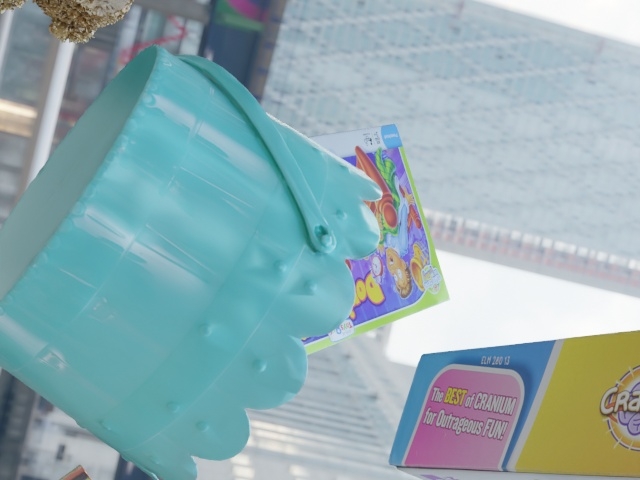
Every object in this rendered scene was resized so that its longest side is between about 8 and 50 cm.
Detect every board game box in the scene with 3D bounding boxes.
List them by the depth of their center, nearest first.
[{"bbox_3d":[0.212,0.113,0.567,0.316,0.242,0.064,-16,-128,62],"label":"board game box"},{"bbox_3d":[0.000,0.000,1.466,0.078,0.347,0.233,-19,-92,37],"label":"board game box"}]

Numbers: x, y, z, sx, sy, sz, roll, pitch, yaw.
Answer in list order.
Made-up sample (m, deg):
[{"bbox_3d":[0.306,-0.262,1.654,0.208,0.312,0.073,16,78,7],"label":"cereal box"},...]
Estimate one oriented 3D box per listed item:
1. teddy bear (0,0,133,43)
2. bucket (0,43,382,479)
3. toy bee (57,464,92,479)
[{"bbox_3d":[-0.370,-0.369,1.502,0.113,0.338,0.245,30,-70,50],"label":"teddy bear"},{"bbox_3d":[-0.110,0.011,0.887,0.281,0.183,0.281,-45,-159,23],"label":"bucket"},{"bbox_3d":[-0.157,0.298,1.129,0.195,0.298,0.162,-56,158,-24],"label":"toy bee"}]
